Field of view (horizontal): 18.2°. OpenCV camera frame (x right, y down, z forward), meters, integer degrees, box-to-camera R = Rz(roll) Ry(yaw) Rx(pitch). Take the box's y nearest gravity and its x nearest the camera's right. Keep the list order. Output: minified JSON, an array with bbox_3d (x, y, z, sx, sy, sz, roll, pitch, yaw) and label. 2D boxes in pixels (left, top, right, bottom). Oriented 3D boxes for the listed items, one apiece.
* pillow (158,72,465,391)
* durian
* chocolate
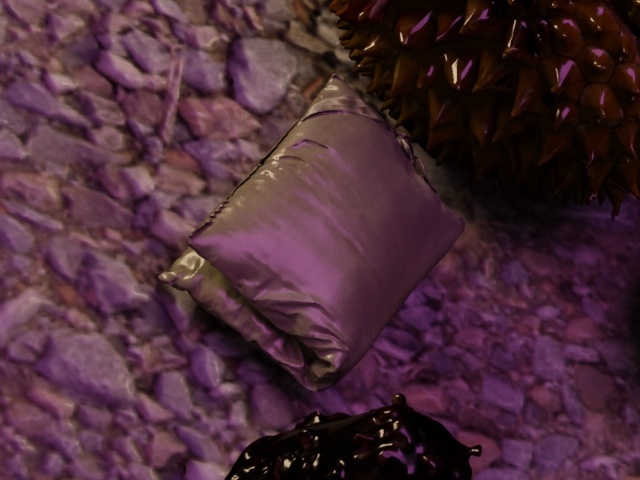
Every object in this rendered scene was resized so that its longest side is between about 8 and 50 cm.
[{"bbox_3d":[0.000,0.000,1.247,0.134,0.078,0.181,44,53,-1],"label":"pillow"},{"bbox_3d":[0.154,-0.216,1.318,0.347,0.347,0.384,-45,118,-38],"label":"durian"},{"bbox_3d":[0.029,0.148,1.147,0.156,0.133,0.156,14,56,-21],"label":"chocolate"}]
